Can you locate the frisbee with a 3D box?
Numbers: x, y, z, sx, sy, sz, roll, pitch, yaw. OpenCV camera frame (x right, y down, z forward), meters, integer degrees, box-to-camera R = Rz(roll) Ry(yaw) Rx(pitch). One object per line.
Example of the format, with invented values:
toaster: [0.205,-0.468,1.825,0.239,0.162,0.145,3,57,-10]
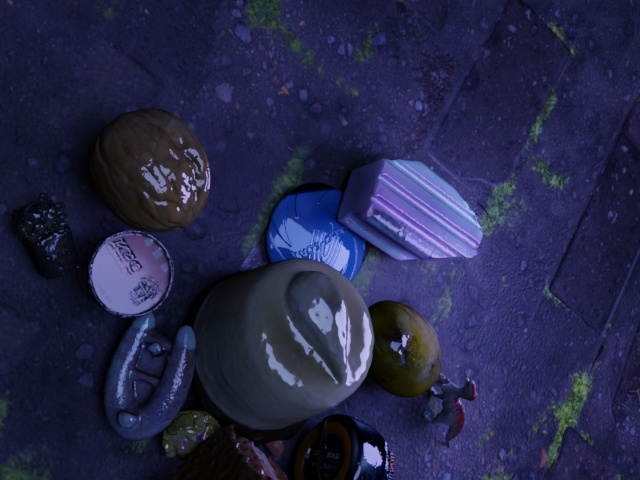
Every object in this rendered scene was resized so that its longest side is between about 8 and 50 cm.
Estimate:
frisbee: [0.000,0.000,1.842,0.242,0.045,0.242,0,89,-33]

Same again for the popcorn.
popcorn: [-0.244,0.353,1.658,0.109,0.089,0.097,-21,131,2]

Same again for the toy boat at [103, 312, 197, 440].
toy boat: [-0.310,0.245,1.577,0.155,0.085,0.228,20,90,9]

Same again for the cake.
cake: [-0.140,0.531,1.577,0.282,0.256,0.290,-41,120,0]

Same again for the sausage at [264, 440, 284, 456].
sausage: [-0.102,0.394,1.780,0.034,0.034,0.083,-39,109,-26]

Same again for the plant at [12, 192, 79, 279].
plant: [-0.467,-0.009,1.522,0.094,0.092,0.143,-28,113,-22]

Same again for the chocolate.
chocolate: [-0.047,0.195,1.639,0.326,0.297,0.314,45,55,-27]

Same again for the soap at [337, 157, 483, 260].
soap: [0.203,-0.052,1.915,0.323,0.109,0.193,32,64,-29]

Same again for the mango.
mango: [0.151,0.216,1.812,0.176,0.176,0.329,-60,146,-5]

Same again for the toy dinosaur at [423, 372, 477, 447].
toy dinosaur: [0.292,0.382,1.961,0.053,0.167,0.242,-29,119,-32]

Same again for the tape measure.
tape measure: [0.042,0.460,1.770,0.135,0.202,0.223,30,66,-32]

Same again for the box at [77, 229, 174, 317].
box: [-0.353,0.059,1.566,0.151,0.135,0.151,2,86,-32]

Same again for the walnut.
walnut: [-0.295,-0.117,1.553,0.227,0.228,0.228,0,90,-32]
